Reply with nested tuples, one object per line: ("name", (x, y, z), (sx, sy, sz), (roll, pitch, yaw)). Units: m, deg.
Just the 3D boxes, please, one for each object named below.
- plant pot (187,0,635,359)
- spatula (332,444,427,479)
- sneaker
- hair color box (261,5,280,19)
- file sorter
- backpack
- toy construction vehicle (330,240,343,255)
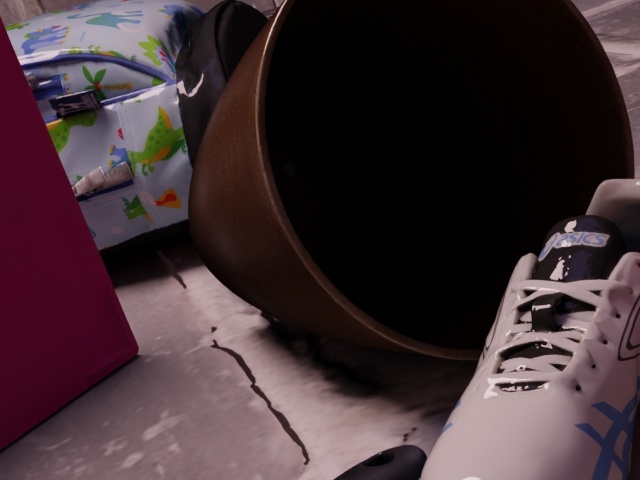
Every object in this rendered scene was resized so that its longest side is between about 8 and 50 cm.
("plant pot", (0.016, -0.031, 0.703), (0.215, 0.215, 0.230), (-27, 3, -29))
("spatula", (-0.078, 0.150, 0.451), (0.296, 0.030, 0.084), (-26, 11, -26))
("sneaker", (0.099, 0.044, 0.518), (0.085, 0.086, 0.237), (-6, 21, 32))
("hair color box", (0.029, -0.227, 1.468), (0.185, 0.113, 0.374), (-22, 17, -15))
("file sorter", (-0.288, -0.010, 0.758), (0.182, 0.290, 0.202), (-9, 18, 39))
("backpack", (-0.213, -0.085, 1.068), (0.355, 0.273, 0.290), (-26, 20, 16))
("toy construction vehicle", (0.000, 0.000, 0.885), (0.098, 0.035, 0.086), (-1, 12, 39))
